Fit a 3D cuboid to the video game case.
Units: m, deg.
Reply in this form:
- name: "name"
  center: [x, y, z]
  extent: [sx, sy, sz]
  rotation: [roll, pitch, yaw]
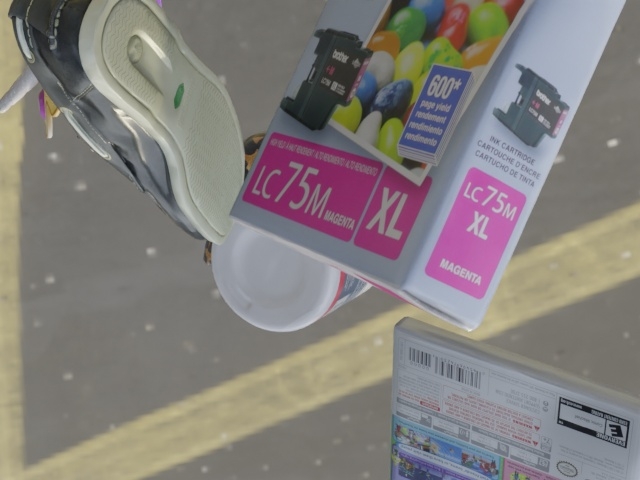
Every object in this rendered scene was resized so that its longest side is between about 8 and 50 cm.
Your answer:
- name: "video game case"
  center: [0.148, 0.173, 1.046]
  extent: [0.023, 0.212, 0.193]
  rotation: [-35, 134, -47]

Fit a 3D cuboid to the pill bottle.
- name: "pill bottle"
  center: [0.000, 0.000, 1.095]
  extent: [0.108, 0.108, 0.180]
  rotation: [-26, 180, 29]

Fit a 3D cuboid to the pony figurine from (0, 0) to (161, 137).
- name: "pony figurine"
  center: [-0.174, -0.308, 1.269]
  extent: [0.351, 0.364, 0.303]
  rotation: [-19, -165, -18]

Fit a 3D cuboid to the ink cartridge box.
- name: "ink cartridge box"
  center: [0.074, -0.125, 0.707]
  extent: [0.065, 0.311, 0.186]
  rotation: [28, 177, -32]

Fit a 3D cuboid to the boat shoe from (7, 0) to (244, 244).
- name: "boat shoe"
  center: [-0.109, -0.076, 0.839]
  extent: [0.079, 0.084, 0.233]
  rotation: [7, 153, 25]

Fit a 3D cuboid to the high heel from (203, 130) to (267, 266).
- name: "high heel"
  center: [0.000, -0.053, 1.427]
  extent: [0.261, 0.186, 0.093]
  rotation: [-56, 149, -7]
